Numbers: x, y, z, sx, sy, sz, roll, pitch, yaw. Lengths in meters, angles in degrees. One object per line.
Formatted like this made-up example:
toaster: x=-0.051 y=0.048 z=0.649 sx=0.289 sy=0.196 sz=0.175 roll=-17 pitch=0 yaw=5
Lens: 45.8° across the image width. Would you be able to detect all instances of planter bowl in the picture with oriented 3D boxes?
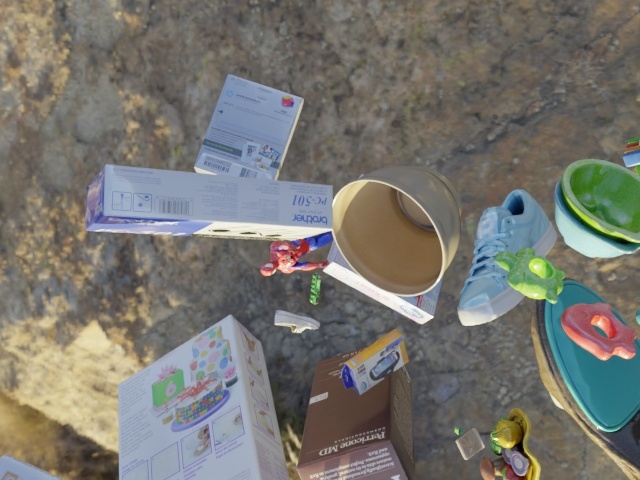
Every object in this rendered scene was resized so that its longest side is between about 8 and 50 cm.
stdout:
planter bowl: x=0.109 y=-0.027 z=0.942 sx=0.162 sy=0.109 sz=0.162 roll=25 pitch=135 yaw=28

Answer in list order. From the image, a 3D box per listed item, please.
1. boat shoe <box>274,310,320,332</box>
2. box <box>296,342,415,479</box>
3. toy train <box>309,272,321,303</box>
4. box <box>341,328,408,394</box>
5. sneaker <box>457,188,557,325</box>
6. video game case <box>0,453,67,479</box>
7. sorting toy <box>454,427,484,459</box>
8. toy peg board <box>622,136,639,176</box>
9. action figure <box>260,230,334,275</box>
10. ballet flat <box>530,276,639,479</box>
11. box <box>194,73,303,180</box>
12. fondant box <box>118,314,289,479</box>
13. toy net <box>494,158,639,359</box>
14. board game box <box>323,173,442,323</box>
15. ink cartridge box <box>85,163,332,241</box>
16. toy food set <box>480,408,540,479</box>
boat shoe: x=-0.048 y=0.172 z=1.545 sx=0.035 sy=0.100 sz=0.035 roll=-27 pitch=49 yaw=57
box: x=0.080 y=0.368 z=1.537 sx=0.191 sy=0.381 sz=0.143 roll=-21 pitch=110 yaw=12
toy train: x=-0.012 y=0.124 z=1.932 sx=0.024 sy=0.017 sz=0.083 roll=25 pitch=116 yaw=43
box: x=0.103 y=0.235 z=1.437 sx=0.028 sy=0.136 sz=0.081 roll=39 pitch=155 yaw=44
sneaker: x=0.337 y=0.021 z=1.473 sx=0.135 sy=0.366 sz=0.150 roll=-25 pitch=104 yaw=42
video game case: x=-0.228 y=0.303 z=0.602 sx=0.193 sy=0.212 sz=0.023 roll=21 pitch=145 yaw=6
sorting toy: x=0.362 y=0.489 z=1.864 sx=0.083 sy=0.062 sz=0.012 roll=64 pitch=163 yaw=-7
toy peg board: x=0.489 y=-0.084 z=1.098 sx=0.079 sy=0.161 sz=0.161 roll=-16 pitch=100 yaw=45
action figure: x=0.000 y=0.000 z=1.623 sx=0.139 sy=0.280 sz=0.091 roll=22 pitch=142 yaw=60
ballet flat: x=0.330 y=0.190 z=0.831 sx=0.342 sy=0.116 sz=0.124 roll=47 pitch=163 yaw=1
box: x=-0.128 y=-0.190 z=1.365 sx=0.038 sy=0.145 sz=0.186 roll=109 pitch=178 yaw=-81
fondant box: x=-0.184 y=0.304 z=1.138 sx=0.238 sy=0.096 sz=0.330 roll=-32 pitch=41 yaw=12
toy net: x=0.224 y=0.045 z=0.441 sx=0.232 sy=0.122 sz=0.045 roll=37 pitch=136 yaw=18
board game box: x=0.195 y=0.021 z=2.073 sx=0.318 sy=0.318 sz=0.066 roll=30 pitch=143 yaw=-13
ink cartridge box: x=-0.102 y=-0.030 z=0.694 sx=0.097 sy=0.207 sz=0.046 roll=164 pitch=107 yaw=-64
toy food set: x=0.332 y=0.404 z=1.361 sx=0.128 sy=0.071 sz=0.217 roll=-109 pitch=14 yaw=-57
